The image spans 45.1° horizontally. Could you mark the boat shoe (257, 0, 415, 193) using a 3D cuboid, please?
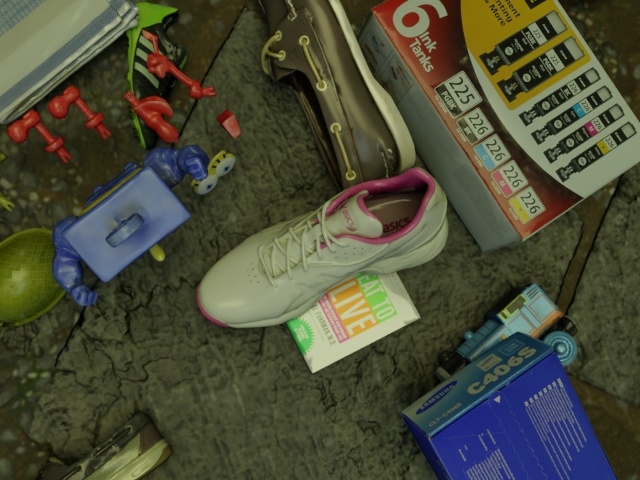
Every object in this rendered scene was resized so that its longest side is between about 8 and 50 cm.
[{"bbox_3d":[-0.009,-0.205,0.902,0.097,0.116,0.324,-31,94,-13],"label":"boat shoe"}]

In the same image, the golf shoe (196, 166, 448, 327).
[{"bbox_3d":[0.000,0.000,0.855,0.306,0.140,0.115,-24,68,-7],"label":"golf shoe"}]

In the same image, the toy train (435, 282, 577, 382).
[{"bbox_3d":[0.218,0.138,0.914,0.184,0.080,0.105,-41,82,-7],"label":"toy train"}]

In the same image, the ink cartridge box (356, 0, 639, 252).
[{"bbox_3d":[0.238,-0.190,0.925,0.272,0.130,0.309,-33,89,-11],"label":"ink cartridge box"}]

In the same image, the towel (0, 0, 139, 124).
[{"bbox_3d":[-0.368,-0.297,0.883,0.209,0.034,0.285,-40,85,0],"label":"towel"}]

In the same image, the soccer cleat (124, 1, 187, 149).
[{"bbox_3d":[-0.192,-0.195,0.902,0.072,0.060,0.178,-2,81,-10],"label":"soccer cleat"}]

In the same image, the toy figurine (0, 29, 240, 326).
[{"bbox_3d":[-0.236,-0.034,0.769,0.362,0.217,0.191,-37,115,-4],"label":"toy figurine"}]

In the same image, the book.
[{"bbox_3d":[0.032,0.083,0.916,0.144,0.035,0.096,-26,82,-9],"label":"book"}]

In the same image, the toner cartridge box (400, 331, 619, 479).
[{"bbox_3d":[0.242,0.290,0.849,0.165,0.075,0.347,-32,106,-11],"label":"toner cartridge box"}]

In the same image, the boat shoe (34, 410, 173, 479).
[{"bbox_3d":[-0.271,0.265,0.831,0.224,0.080,0.073,-30,80,-17],"label":"boat shoe"}]
